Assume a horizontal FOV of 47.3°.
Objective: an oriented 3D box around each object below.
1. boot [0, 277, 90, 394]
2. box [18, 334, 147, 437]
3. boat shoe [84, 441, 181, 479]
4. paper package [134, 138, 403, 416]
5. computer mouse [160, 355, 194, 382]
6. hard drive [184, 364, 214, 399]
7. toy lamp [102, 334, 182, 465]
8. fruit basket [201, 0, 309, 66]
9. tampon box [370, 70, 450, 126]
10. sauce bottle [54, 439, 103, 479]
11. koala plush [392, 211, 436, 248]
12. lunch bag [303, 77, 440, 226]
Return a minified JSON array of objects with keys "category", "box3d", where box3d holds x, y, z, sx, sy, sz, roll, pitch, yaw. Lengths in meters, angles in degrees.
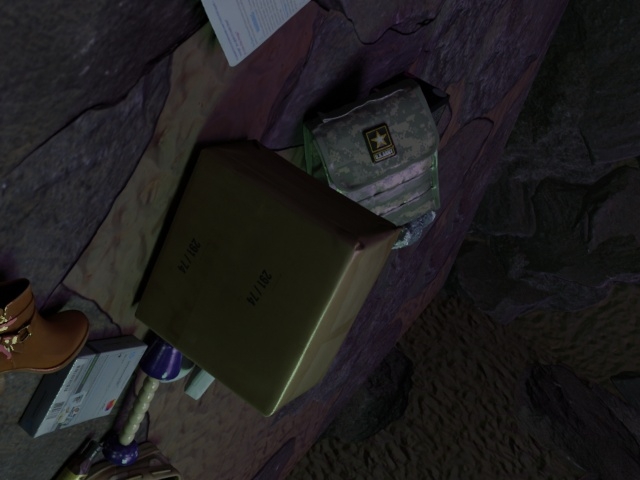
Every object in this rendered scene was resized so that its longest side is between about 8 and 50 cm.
[{"category":"boot","box3d":[-0.364,0.102,0.909,0.197,0.073,0.152,-40,152,-49]},{"category":"box","box3d":[-0.369,0.225,1.155,0.145,0.038,0.186,-59,161,9]},{"category":"boat shoe","box3d":[-0.399,0.500,1.427,0.341,0.110,0.121,-19,139,-63]},{"category":"paper package","box3d":[-0.089,0.049,1.141,0.168,0.309,0.324,-19,138,-60]},{"category":"computer mouse","box3d":[-0.252,0.206,1.421,0.193,0.042,0.106,-63,162,17]},{"category":"hard drive","box3d":[-0.142,0.141,1.393,0.307,0.040,0.203,-51,-171,25]},{"category":"toy lamp","box3d":[-0.319,0.285,1.326,0.080,0.080,0.274,-19,137,-63]},{"category":"fruit basket","box3d":[-0.022,-0.412,0.858,0.353,0.165,0.327,-38,159,-6]},{"category":"tampon box","box3d":[0.185,-0.283,1.603,0.161,0.120,0.101,-38,156,-46]},{"category":"sauce bottle","box3d":[-0.436,0.413,1.293,0.128,0.042,0.042,-52,162,-12]},{"category":"koala plush","box3d":[0.135,-0.031,1.635,0.196,0.221,0.203,-33,114,-55]},{"category":"lunch bag","box3d":[0.100,-0.154,1.427,0.235,0.169,0.287,-25,137,-13]}]
